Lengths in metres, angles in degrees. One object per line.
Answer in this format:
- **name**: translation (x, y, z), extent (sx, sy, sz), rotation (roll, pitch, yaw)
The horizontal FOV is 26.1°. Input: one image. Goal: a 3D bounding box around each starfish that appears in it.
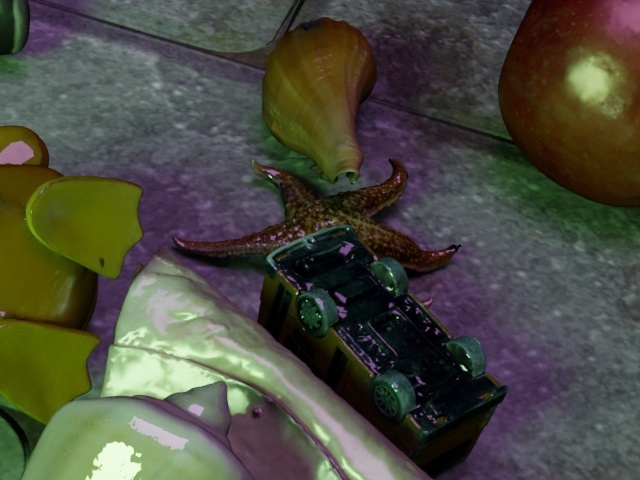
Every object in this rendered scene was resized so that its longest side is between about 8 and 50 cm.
- **starfish**: translation (0.002, -0.007, 1.129), extent (0.238, 0.057, 0.213), rotation (-4, 35, -20)

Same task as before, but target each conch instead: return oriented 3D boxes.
- **conch**: translation (-0.123, 0.189, 0.784), extent (0.158, 0.255, 0.127), rotation (39, 1, -7)
- **conch**: translation (0.000, -0.136, 1.217), extent (0.109, 0.093, 0.330), rotation (-8, 23, 0)

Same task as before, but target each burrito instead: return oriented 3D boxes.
- **burrito**: translation (-0.038, 0.145, 0.885), extent (0.299, 0.143, 0.105), rotation (37, 1, 22)

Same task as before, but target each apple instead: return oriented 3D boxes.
- **apple**: translation (0.268, -0.145, 1.236), extent (0.201, 0.218, 0.218), rotation (32, 43, 9)

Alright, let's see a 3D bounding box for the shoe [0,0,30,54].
- **shoe**: translation (-0.404, -0.222, 1.223), extent (0.290, 0.114, 0.137), rotation (11, 34, 2)

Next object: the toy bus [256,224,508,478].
- **toy bus**: translation (0.035, 0.084, 0.993), extent (0.091, 0.103, 0.182), rotation (-23, 57, -35)

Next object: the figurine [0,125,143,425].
- **figurine**: translation (-0.237, 0.016, 0.926), extent (0.215, 0.215, 0.228), rotation (-2, -2, -17)
